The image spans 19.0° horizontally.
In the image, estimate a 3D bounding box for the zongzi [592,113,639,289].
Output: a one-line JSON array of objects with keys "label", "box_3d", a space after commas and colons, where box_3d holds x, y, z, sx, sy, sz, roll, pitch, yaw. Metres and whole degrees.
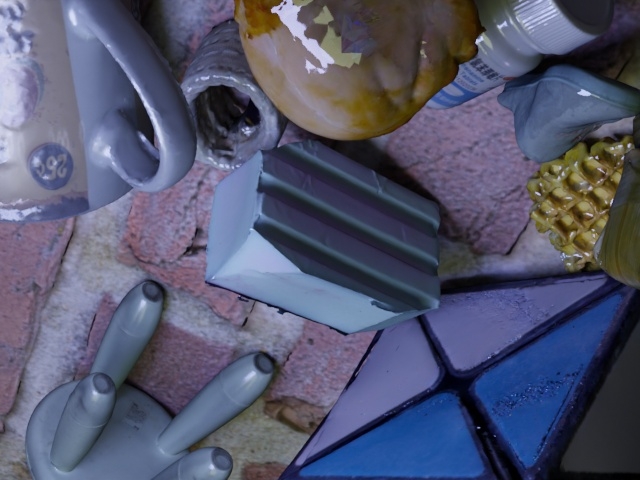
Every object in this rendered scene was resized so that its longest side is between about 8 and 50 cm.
[{"label": "zongzi", "box_3d": [0.371, -0.081, 1.573, 0.260, 0.289, 0.123, 10, -175, -26]}]

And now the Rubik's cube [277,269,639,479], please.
[{"label": "Rubik's cube", "box_3d": [0.193, 0.228, 1.740, 0.305, 0.307, 0.310, -9, 122, 45]}]

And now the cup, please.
[{"label": "cup", "box_3d": [-0.229, -0.161, 1.627, 0.301, 0.227, 0.257, 28, 136, 29]}]

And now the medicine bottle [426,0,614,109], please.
[{"label": "medicine bottle", "box_3d": [0.142, -0.180, 1.548, 0.168, 0.105, 0.105, -25, 118, 39]}]

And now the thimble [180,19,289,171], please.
[{"label": "thimble", "box_3d": [-0.074, -0.130, 1.704, 0.102, 0.090, 0.115, 23, 135, -3]}]

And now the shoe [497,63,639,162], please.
[{"label": "shoe", "box_3d": [0.197, -0.098, 1.560, 0.079, 0.078, 0.195, 18, 180, -17]}]

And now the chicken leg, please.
[{"label": "chicken leg", "box_3d": [0.029, -0.297, 1.453, 0.295, 0.182, 0.409, -25, 94, 5]}]

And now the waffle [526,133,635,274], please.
[{"label": "waffle", "box_3d": [0.273, -0.020, 1.692, 0.191, 0.038, 0.191, 12, 137, 11]}]

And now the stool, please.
[{"label": "stool", "box_3d": [-0.179, 0.188, 1.984, 0.195, 0.195, 0.198, 35, 131, -10]}]

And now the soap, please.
[{"label": "soap", "box_3d": [0.000, 0.000, 1.703, 0.230, 0.145, 0.091, 26, 143, -35]}]
